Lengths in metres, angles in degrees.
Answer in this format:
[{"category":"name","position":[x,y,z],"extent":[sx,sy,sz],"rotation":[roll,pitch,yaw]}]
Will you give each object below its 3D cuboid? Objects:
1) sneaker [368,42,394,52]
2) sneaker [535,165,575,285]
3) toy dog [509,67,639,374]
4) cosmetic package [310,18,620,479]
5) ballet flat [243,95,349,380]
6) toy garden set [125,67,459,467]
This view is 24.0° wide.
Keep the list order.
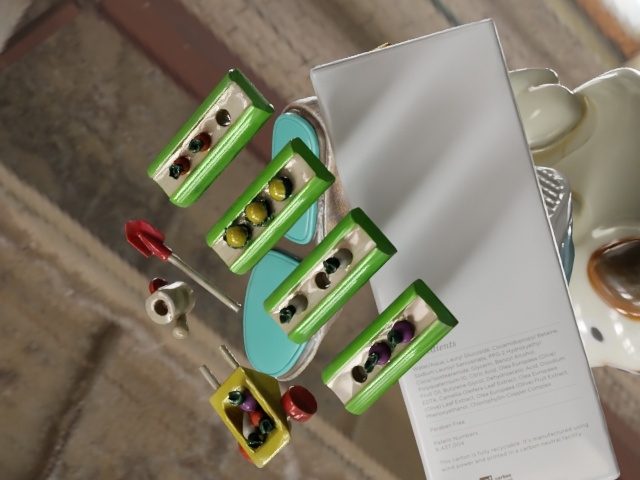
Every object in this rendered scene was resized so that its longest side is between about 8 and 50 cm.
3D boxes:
[{"category":"sneaker","position":[0.106,-0.172,1.684],"extent":[0.175,0.064,0.067],"rotation":[41,-152,-63]},{"category":"sneaker","position":[0.199,0.073,1.595],"extent":[0.366,0.135,0.150],"rotation":[-51,-45,-45]},{"category":"toy dog","position":[0.373,-0.005,1.951],"extent":[0.284,0.395,0.408],"rotation":[64,-166,-49]},{"category":"cosmetic package","position":[0.116,0.018,1.227],"extent":[0.197,0.155,0.366],"rotation":[-50,-55,-82]},{"category":"ballet flat","position":[0.000,0.000,1.491],"extent":[0.107,0.316,0.106],"rotation":[35,-141,31]},{"category":"toy garden set","position":[-0.052,0.035,1.101],"extent":[0.244,0.204,0.049],"rotation":[49,-150,9]}]
